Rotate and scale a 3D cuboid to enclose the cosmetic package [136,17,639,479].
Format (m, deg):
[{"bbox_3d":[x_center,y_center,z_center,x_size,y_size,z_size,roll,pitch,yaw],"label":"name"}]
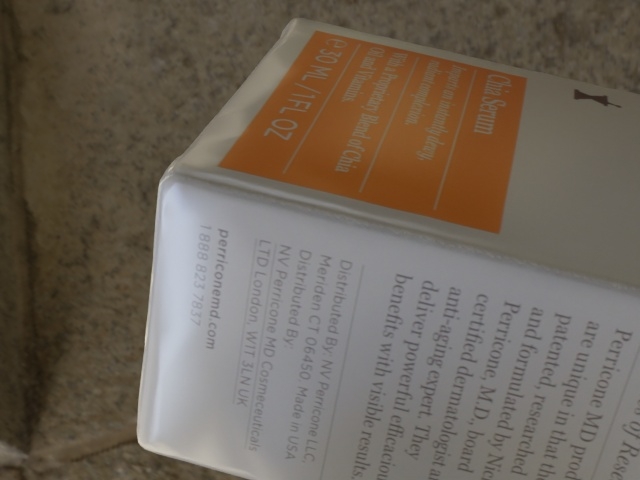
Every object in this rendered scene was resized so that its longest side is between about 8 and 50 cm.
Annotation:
[{"bbox_3d":[0.162,0.039,0.562,0.453,0.161,0.230,14,30,6],"label":"cosmetic package"}]
